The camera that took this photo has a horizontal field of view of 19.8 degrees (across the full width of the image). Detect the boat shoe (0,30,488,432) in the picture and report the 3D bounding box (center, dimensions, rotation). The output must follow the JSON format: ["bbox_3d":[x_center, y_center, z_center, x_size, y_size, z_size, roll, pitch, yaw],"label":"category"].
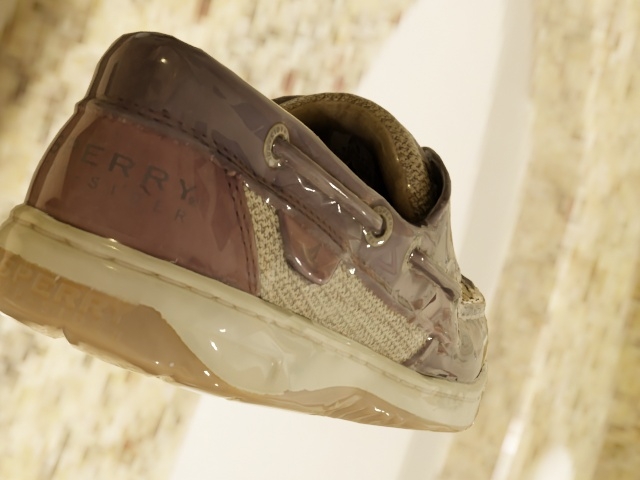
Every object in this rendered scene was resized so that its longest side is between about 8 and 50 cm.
[{"bbox_3d":[0.000,0.000,0.570,0.285,0.103,0.092,15,99,-66],"label":"boat shoe"}]
